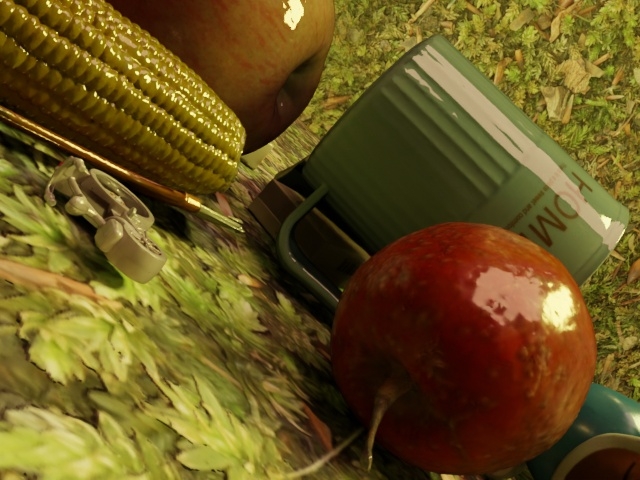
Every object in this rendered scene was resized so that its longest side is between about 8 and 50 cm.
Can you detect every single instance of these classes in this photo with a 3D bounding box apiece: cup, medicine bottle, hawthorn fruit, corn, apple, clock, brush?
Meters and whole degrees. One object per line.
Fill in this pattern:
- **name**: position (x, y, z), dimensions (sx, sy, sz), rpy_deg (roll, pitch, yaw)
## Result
- **cup**: position (0.140, -0.037, 0.863), dimensions (0.311, 0.331, 0.257), rpy_deg (46, 17, 0)
- **medicine bottle**: position (0.221, 0.257, 0.833), dimensions (0.052, 0.052, 0.089), rpy_deg (49, 12, 27)
- **hawthorn fruit**: position (0.118, 0.086, 0.635), dimensions (0.263, 0.231, 0.235), rpy_deg (41, -2, -39)
- **corn**: position (-0.203, -0.147, 0.624), dimensions (0.344, 0.131, 0.131), rpy_deg (31, 16, -43)
- **apple**: position (-0.120, -0.250, 0.867), dimensions (0.269, 0.345, 0.345), rpy_deg (54, 11, 4)
- **clock**: position (-0.159, -0.017, 0.524), dimensions (0.087, 0.041, 0.129), rpy_deg (40, 5, -39)
- **brush**: position (-0.193, -0.068, 0.590), dimensions (0.090, 0.017, 0.314), rpy_deg (16, -9, 40)

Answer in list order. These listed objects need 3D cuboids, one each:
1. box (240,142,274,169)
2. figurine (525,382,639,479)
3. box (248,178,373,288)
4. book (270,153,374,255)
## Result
- **box**: position (-0.225, -0.281, 1.269), dimensions (0.214, 0.069, 0.353), rpy_deg (35, 12, -38)
- **figurine**: position (0.329, 0.308, 0.644), dimensions (0.243, 0.298, 0.416), rpy_deg (10, 25, 1)
- **box**: position (0.000, 0.000, 1.007), dimensions (0.141, 0.058, 0.201), rpy_deg (49, 12, 28)
- **book**: position (0.095, -0.008, 1.147), dimensions (0.379, 0.031, 0.264), rpy_deg (36, -11, -10)
